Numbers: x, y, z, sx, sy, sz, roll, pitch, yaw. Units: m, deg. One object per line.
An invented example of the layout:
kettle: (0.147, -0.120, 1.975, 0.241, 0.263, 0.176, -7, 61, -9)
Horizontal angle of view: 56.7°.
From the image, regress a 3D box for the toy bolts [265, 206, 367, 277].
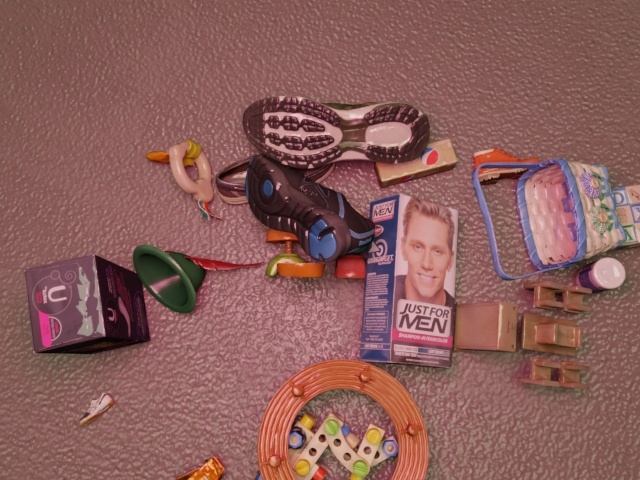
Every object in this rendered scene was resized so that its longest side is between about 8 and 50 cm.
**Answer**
toy bolts: (0.000, 0.000, 1.279, 0.229, 0.218, 0.158, 2, 87, -8)

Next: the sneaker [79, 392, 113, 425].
sneaker: (-0.496, 0.370, 1.304, 0.083, 0.032, 0.037, -39, 66, -11)

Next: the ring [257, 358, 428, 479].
ring: (0.046, 0.398, 1.152, 0.337, 0.032, 0.336, 2, 69, -5)

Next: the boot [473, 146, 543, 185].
boot: (0.434, -0.183, 1.376, 0.158, 0.059, 0.084, -9, 73, 1)

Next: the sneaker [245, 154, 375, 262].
sneaker: (-0.034, -0.070, 1.230, 0.140, 0.125, 0.341, -11, 42, -41)

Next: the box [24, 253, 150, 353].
box: (-0.471, 0.141, 1.225, 0.144, 0.270, 0.165, -13, 78, -1)

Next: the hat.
hat: (-0.287, 0.050, 1.351, 0.208, 0.173, 0.183, 49, 49, -5)

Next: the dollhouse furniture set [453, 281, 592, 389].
dollhouse furniture set: (0.435, 0.198, 1.278, 0.242, 0.161, 0.211, 11, 78, -19)

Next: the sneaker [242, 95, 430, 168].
sneaker: (0.031, -0.252, 1.352, 0.411, 0.182, 0.157, 4, 109, -4)

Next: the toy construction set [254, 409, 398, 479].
toy construction set: (-0.007, 0.488, 1.212, 0.215, 0.151, 0.327, 36, 71, 8)

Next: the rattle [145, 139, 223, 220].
rattle: (-0.321, -0.122, 1.380, 0.143, 0.130, 0.199, -17, 105, 9)

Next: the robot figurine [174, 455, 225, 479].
robot figurine: (-0.287, 0.600, 1.220, 0.291, 0.085, 0.211, -40, 80, -7)

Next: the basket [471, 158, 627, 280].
basket: (0.481, -0.057, 1.272, 0.289, 0.201, 0.254, -9, 79, -10)

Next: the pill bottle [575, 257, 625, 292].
pill bottle: (0.600, 0.079, 1.282, 0.067, 0.120, 0.066, 0, 78, 1)

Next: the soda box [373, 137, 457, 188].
soda box: (0.219, -0.178, 1.379, 0.182, 0.058, 0.061, -15, 78, -2)

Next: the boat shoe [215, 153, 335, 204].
boat shoe: (-0.104, -0.159, 1.366, 0.286, 0.092, 0.102, -14, 76, -2)

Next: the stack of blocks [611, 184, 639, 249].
stack of blocks: (0.782, -0.044, 1.319, 0.298, 0.087, 0.171, -8, 79, 0)

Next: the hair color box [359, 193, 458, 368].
hair color box: (0.192, 0.090, 1.264, 0.174, 0.105, 0.346, 12, 76, -32)
